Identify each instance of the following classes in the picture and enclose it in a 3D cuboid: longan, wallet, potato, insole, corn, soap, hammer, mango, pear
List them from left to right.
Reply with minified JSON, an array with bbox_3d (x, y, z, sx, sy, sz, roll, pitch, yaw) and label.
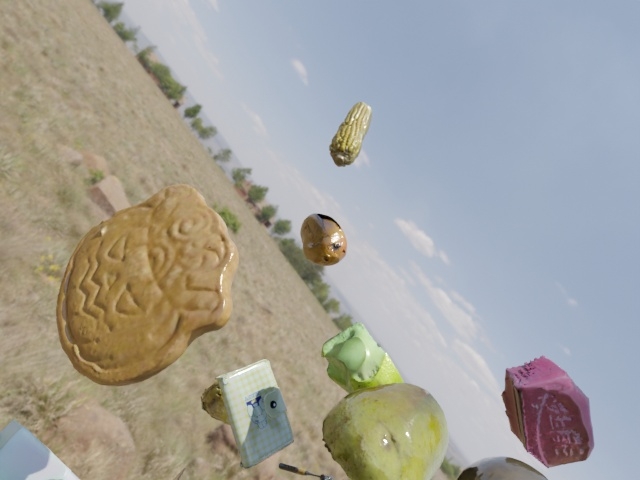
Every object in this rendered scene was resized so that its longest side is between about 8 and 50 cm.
[{"bbox_3d":[-0.572,0.549,1.099,0.208,0.115,0.347,6,-49,39],"label":"soap"},{"bbox_3d":[-0.357,0.581,1.172,0.007,0.111,0.328,44,-12,4],"label":"insole"},{"bbox_3d":[-0.219,0.581,1.758,0.077,0.223,0.310,-20,-95,53],"label":"wallet"},{"bbox_3d":[-0.047,0.730,1.617,0.200,0.021,0.078,-3,-27,35],"label":"hammer"},{"bbox_3d":[0.000,0.000,1.747,0.248,0.155,0.151,45,-20,53],"label":"mango"},{"bbox_3d":[0.101,-0.341,1.620,0.097,0.096,0.320,54,38,-27],"label":"corn"},{"bbox_3d":[0.147,0.449,1.670,0.282,0.176,0.287,46,-17,43],"label":"pear"},{"bbox_3d":[0.182,0.488,1.281,0.330,0.213,0.280,34,10,9],"label":"potato"},{"bbox_3d":[0.396,0.616,1.121,0.242,0.301,0.300,8,-23,22],"label":"longan"},{"bbox_3d":[0.649,0.500,1.472,0.127,0.220,0.325,-103,179,-71],"label":"soap"}]

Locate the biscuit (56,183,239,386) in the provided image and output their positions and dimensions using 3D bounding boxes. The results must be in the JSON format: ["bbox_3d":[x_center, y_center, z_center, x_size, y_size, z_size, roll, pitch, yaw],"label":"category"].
[{"bbox_3d":[-0.336,0.070,0.979,0.385,0.364,0.062,60,-2,36],"label":"biscuit"}]

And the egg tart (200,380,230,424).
[{"bbox_3d":[-0.318,0.622,1.969,0.279,0.278,0.095,54,10,-33],"label":"egg tart"}]
